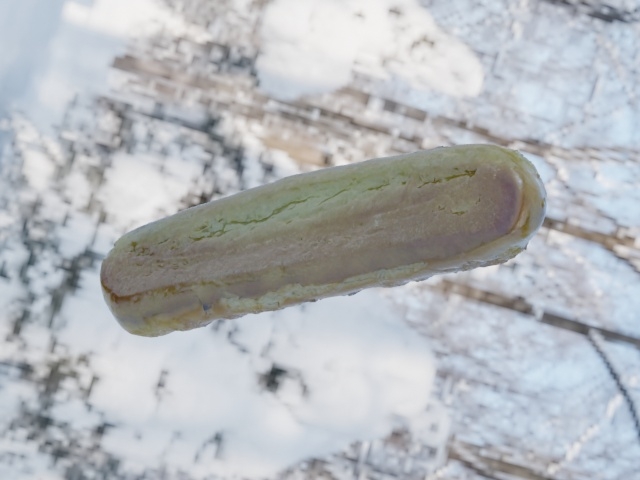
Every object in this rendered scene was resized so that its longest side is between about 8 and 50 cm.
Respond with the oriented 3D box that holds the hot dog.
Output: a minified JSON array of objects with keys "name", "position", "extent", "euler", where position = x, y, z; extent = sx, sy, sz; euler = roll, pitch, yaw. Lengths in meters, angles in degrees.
[{"name":"hot dog","position":[0.000,0.000,0.679],"extent":[0.047,0.215,0.066],"euler":[41,40,-56]}]
